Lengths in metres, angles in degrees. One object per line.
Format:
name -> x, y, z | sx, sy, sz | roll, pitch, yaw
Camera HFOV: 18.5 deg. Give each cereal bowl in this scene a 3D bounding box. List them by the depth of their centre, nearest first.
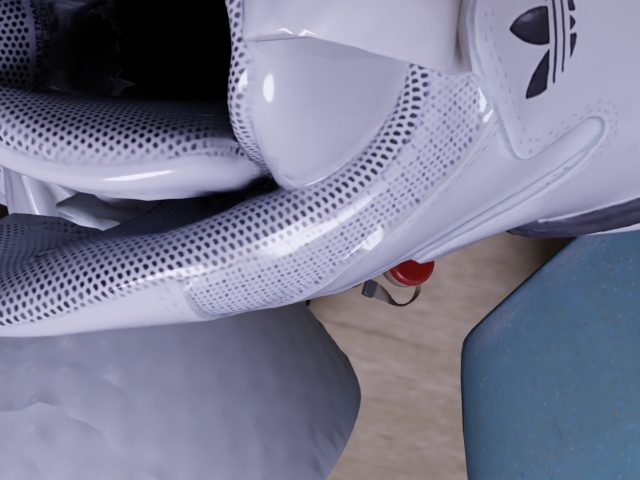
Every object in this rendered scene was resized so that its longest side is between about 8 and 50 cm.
cereal bowl -> -0.156, 0.097, 0.710 | 0.339, 0.339, 0.141 | -31, 101, 30

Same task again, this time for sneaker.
sneaker -> -0.056, -0.057, 0.525 | 0.365, 0.137, 0.210 | 2, -173, 42

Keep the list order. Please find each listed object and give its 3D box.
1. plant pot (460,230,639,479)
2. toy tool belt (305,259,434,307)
plant pot -> 0.165, 0.067, 0.708 | 0.195, 0.290, 0.290 | 50, 128, 6
toy tool belt -> 0.000, 0.000, 0.782 | 0.083, 0.052, 0.051 | 21, 164, -13
